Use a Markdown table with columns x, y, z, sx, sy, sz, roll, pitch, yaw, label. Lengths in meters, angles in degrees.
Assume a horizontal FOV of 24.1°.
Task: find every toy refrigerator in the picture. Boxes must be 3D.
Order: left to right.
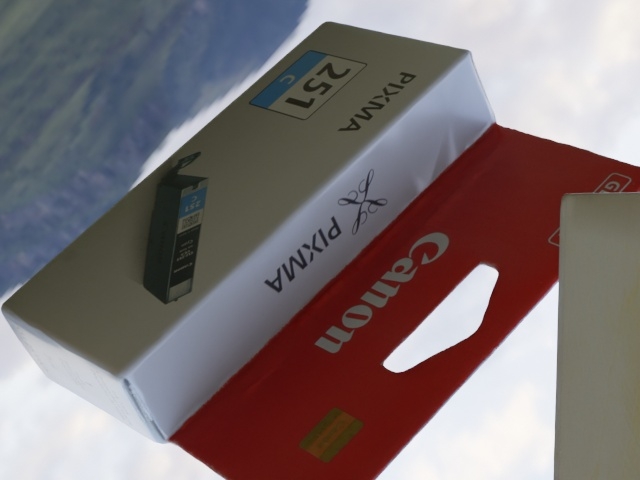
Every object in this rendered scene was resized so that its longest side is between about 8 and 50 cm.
| x | y | z | sx | sy | sz | roll | pitch | yaw | label |
| --- | --- | --- | --- | --- | --- | --- | --- | --- | --- |
| 0.174 | 0.114 | 0.705 | 0.094 | 0.102 | 0.270 | 1 | -93 | 40 | toy refrigerator |

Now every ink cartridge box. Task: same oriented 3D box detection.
| x | y | z | sx | sy | sz | roll | pitch | yaw | label |
| --- | --- | --- | --- | --- | --- | --- | --- | --- | --- |
| 0.000 | 0.000 | 0.867 | 0.296 | 0.066 | 0.261 | -44 | -141 | -22 | ink cartridge box |
